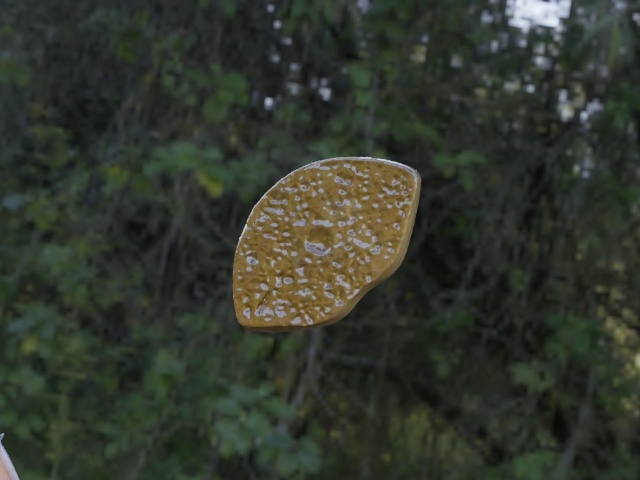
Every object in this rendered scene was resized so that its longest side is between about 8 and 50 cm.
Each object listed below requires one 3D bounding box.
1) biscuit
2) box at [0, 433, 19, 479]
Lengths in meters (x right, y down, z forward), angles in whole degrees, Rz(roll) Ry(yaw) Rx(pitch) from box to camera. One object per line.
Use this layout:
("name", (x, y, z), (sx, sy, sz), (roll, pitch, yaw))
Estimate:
("biscuit", (0.000, 0.000, 1.467), (0.142, 0.221, 0.029), (47, 5, 16))
("box", (-0.325, 0.251, 1.087), (0.274, 0.091, 0.221), (-26, -14, -17))
